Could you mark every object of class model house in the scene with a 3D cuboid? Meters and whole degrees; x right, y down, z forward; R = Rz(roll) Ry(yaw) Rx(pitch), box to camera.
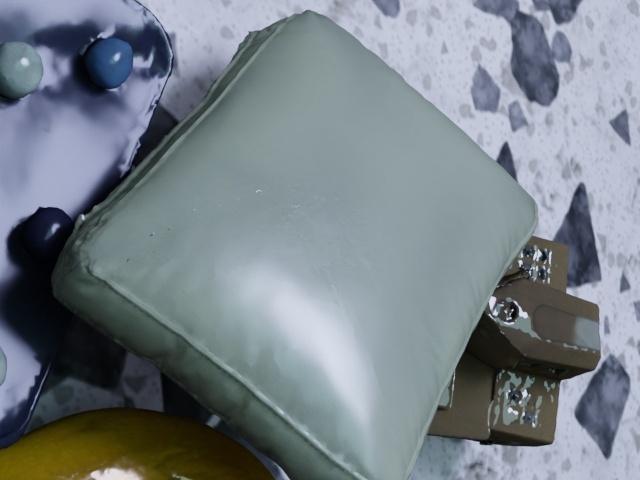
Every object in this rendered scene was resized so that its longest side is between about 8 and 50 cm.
[{"bbox_3d":[0.068,0.057,1.161,0.248,0.176,0.180,12,76,-24],"label":"model house"}]

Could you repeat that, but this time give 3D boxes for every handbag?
[{"bbox_3d":[-0.245,-0.057,0.908,0.269,0.118,0.325,34,60,-33],"label":"handbag"}]

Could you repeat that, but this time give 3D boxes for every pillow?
[{"bbox_3d":[0.000,0.000,0.998,0.255,0.120,0.322,40,44,-5],"label":"pillow"}]

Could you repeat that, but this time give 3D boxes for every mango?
[{"bbox_3d":[-0.138,0.194,0.961,0.317,0.119,0.176,3,90,-39],"label":"mango"}]

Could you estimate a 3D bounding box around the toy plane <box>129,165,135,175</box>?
[{"bbox_3d":[-0.124,-0.020,1.069,0.078,0.024,0.084,-31,98,-40],"label":"toy plane"}]
